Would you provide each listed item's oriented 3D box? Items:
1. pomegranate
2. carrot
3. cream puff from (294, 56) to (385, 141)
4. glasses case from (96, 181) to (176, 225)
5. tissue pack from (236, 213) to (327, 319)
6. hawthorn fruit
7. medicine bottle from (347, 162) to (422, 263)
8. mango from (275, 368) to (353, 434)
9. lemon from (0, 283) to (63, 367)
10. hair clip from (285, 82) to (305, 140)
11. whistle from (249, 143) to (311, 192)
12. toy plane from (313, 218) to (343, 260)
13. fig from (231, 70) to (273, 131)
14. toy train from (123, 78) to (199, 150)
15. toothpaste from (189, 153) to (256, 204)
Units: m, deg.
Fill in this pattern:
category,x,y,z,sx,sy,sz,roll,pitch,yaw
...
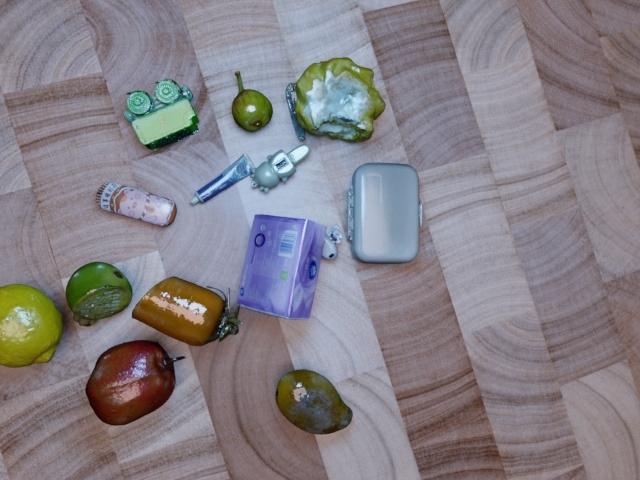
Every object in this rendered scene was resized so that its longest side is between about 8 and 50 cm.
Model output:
category,x,y,z,sx,sy,sz,roll,pitch,yaw
pomegranate,-0.738,0.171,1.401,0.189,0.241,0.159,-19,54,-30
carrot,-0.425,0.246,1.418,0.331,0.214,0.193,26,121,-3
cream puff,0.053,-0.496,1.481,0.323,0.270,0.274,6,105,-18
glasses case,-0.637,-0.125,1.463,0.266,0.067,0.103,15,84,-8
tissue pack,-0.131,0.093,1.448,0.242,0.160,0.338,9,86,33
hawthorn fruit,-0.575,0.437,1.351,0.300,0.254,0.254,-22,91,3
medicine bottle,0.242,-0.100,1.570,0.282,0.123,0.375,1,86,-10
mango,-0.020,0.580,1.496,0.316,0.146,0.193,38,83,-20
lemon,-0.944,0.269,1.318,0.233,0.233,0.288,-35,95,-9
hair clip,-0.088,-0.480,1.580,0.066,0.036,0.229,-8,82,-14
whistle,-0.147,-0.270,1.529,0.253,0.106,0.102,-36,124,-2
toy plane,0.000,0.001,1.551,0.174,0.080,0.174,1,99,5
fig,-0.263,-0.482,1.514,0.142,0.148,0.186,-45,56,6
toy train,-0.546,-0.437,1.463,0.243,0.132,0.188,-27,96,-7
toothpaste,-0.357,-0.211,1.524,0.268,0.047,0.069,-37,81,-12
